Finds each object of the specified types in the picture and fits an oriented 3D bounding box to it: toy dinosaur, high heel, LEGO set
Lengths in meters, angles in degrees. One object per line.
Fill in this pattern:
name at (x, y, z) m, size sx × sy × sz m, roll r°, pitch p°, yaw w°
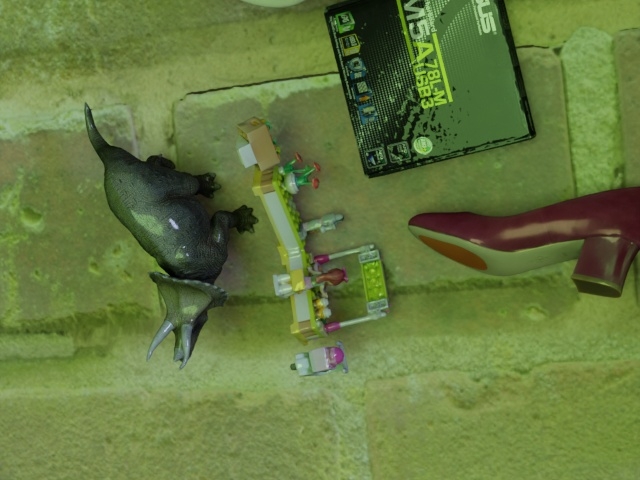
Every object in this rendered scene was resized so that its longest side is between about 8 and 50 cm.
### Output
toy dinosaur at (-0.167, -0.030, 1.342) m, size 0.121 × 0.160 × 0.313 m, roll -26°, pitch 90°, yaw 21°
high heel at (0.215, -0.023, 1.270) m, size 0.244 × 0.082 × 0.117 m, roll 12°, pitch 71°, yaw 31°
LEGO set at (0.000, 0.000, 1.315) m, size 0.107 × 0.132 × 0.287 m, roll -14°, pitch 88°, yaw 12°

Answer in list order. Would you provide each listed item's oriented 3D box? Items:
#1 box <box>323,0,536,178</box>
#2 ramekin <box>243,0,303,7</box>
box at (0.114, -0.177, 1.282) m, size 0.184 × 0.045 × 0.191 m, roll -12°, pitch 95°, yaw 23°
ramekin at (-0.074, -0.376, 1.199) m, size 0.277 × 0.277 × 0.135 m, roll 34°, pitch 68°, yaw 11°
